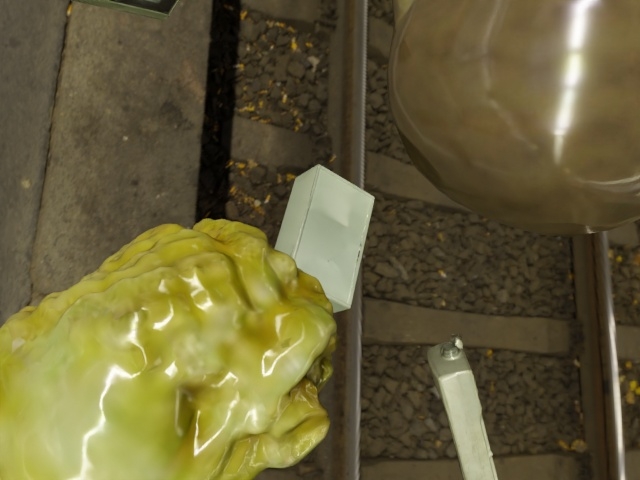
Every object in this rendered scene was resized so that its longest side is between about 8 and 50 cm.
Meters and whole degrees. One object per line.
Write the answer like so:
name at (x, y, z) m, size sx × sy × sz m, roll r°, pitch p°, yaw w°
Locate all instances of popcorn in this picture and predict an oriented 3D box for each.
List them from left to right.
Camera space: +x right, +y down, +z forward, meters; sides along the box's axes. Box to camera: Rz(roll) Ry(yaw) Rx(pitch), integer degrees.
popcorn at (-0.128, 0.101, 0.418) m, size 0.286 × 0.225 × 0.173 m, roll -37°, pitch 102°, yaw -11°

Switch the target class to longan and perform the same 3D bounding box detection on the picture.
longan at (0.245, -0.199, 0.654) m, size 0.405 × 0.336 × 0.404 m, roll 6°, pitch 68°, yaw -14°

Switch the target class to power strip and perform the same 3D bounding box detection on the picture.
power strip at (0.191, 0.258, 0.786) m, size 0.048 × 0.080 × 0.285 m, roll -16°, pitch 106°, yaw 8°

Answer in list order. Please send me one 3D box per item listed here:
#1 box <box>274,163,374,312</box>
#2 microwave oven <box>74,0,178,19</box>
box at (0.000, 0.000, 1.087) m, size 0.130 × 0.086 × 0.225 m, roll 29°, pitch 61°, yaw -25°
microwave oven at (-0.290, -0.407, 0.832) m, size 0.205 × 0.129 × 0.163 m, roll -8°, pitch 65°, yaw -49°
